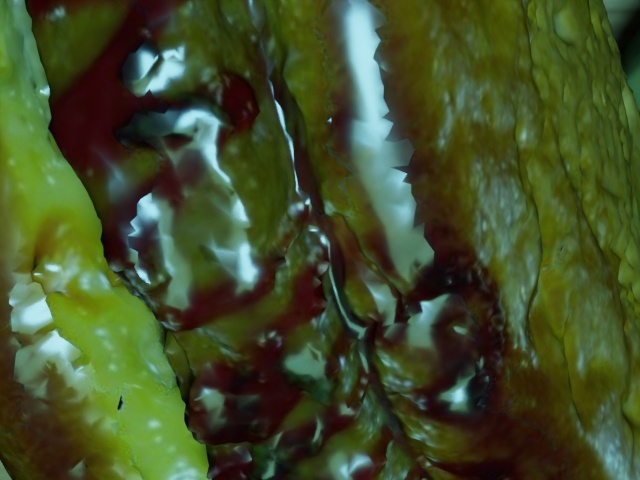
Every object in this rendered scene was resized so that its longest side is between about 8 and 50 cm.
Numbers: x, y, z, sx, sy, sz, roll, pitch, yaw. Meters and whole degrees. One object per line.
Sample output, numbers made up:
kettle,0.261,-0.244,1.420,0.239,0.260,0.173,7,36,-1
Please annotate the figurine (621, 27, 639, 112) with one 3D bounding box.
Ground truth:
figurine,0.221,-0.087,0.587,0.180,0.154,0.262,5,142,-22

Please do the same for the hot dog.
hot dog,0.002,-0.001,0.522,0.185,0.223,0.405,-7,124,30
